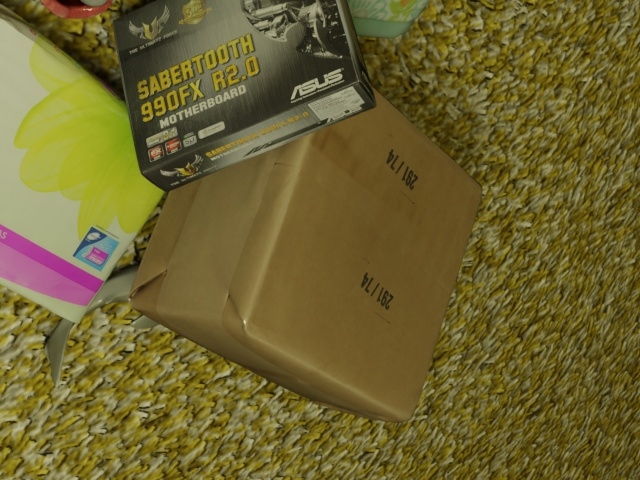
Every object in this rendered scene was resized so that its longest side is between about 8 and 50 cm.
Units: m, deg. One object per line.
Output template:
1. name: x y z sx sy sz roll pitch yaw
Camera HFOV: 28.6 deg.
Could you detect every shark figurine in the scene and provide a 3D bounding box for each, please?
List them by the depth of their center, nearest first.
1. shark figurine: -0.177 0.071 1.400 0.278 0.116 0.166 -5 113 -40

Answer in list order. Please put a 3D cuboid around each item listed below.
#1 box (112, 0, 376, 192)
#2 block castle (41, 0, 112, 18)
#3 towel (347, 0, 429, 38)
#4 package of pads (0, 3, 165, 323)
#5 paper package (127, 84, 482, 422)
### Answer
1. box: -0.077 -0.172 1.207 0.231 0.183 0.056 -20 154 14
2. block castle: -0.312 -0.369 0.941 0.303 0.213 0.453 -19 132 -27
3. towel: 0.027 -0.353 1.267 0.374 0.090 0.320 -2 144 -39
4. package of pads: -0.294 -0.079 1.231 0.296 0.101 0.229 35 88 -44
5. paper package: 0.000 0.000 1.342 0.325 0.168 0.309 33 71 -47
